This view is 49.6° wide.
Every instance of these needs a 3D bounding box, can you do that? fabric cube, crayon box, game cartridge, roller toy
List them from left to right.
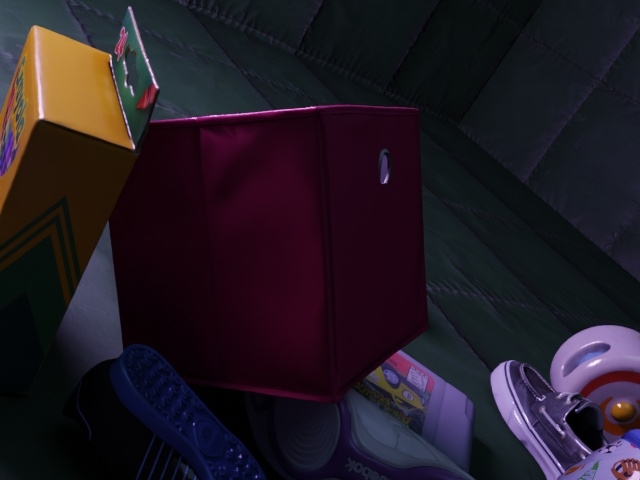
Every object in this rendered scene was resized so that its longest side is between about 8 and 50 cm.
[{"bbox_3d":[-0.249,-0.048,0.615,0.081,0.318,0.202,17,26,-32],"label":"crayon box"},{"bbox_3d":[-0.045,-0.004,0.739,0.259,0.258,0.254,0,9,27],"label":"fabric cube"},{"bbox_3d":[0.068,0.194,0.896,0.294,0.060,0.196,34,26,3],"label":"game cartridge"},{"bbox_3d":[0.486,0.253,1.147,0.191,0.209,0.146,6,20,8],"label":"roller toy"}]

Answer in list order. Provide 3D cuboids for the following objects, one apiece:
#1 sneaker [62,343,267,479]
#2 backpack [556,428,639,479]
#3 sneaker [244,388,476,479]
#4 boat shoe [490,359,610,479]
[{"bbox_3d":[-0.124,0.200,0.599,0.232,0.090,0.081,54,21,-3],"label":"sneaker"},{"bbox_3d":[0.359,0.319,0.700,0.276,0.213,0.263,51,5,40],"label":"backpack"},{"bbox_3d":[0.045,0.235,0.742,0.305,0.114,0.152,34,-8,20],"label":"sneaker"},{"bbox_3d":[0.371,0.282,1.021,0.121,0.119,0.335,20,25,-28],"label":"boat shoe"}]
